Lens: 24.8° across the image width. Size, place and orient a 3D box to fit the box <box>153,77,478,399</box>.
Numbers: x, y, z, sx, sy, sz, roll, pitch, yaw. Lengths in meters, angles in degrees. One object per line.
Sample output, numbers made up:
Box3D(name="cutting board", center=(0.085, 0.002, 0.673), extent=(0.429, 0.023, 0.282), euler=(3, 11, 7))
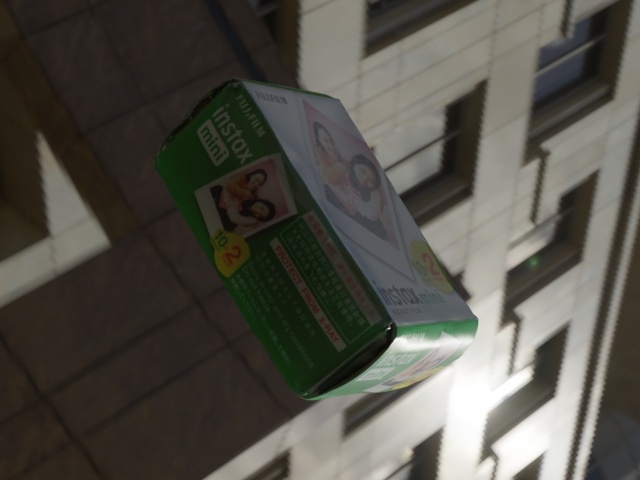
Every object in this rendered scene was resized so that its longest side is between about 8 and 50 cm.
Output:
Box3D(name="box", center=(0.000, 0.000, 1.115), extent=(0.103, 0.180, 0.250), euler=(-41, -108, 23))
